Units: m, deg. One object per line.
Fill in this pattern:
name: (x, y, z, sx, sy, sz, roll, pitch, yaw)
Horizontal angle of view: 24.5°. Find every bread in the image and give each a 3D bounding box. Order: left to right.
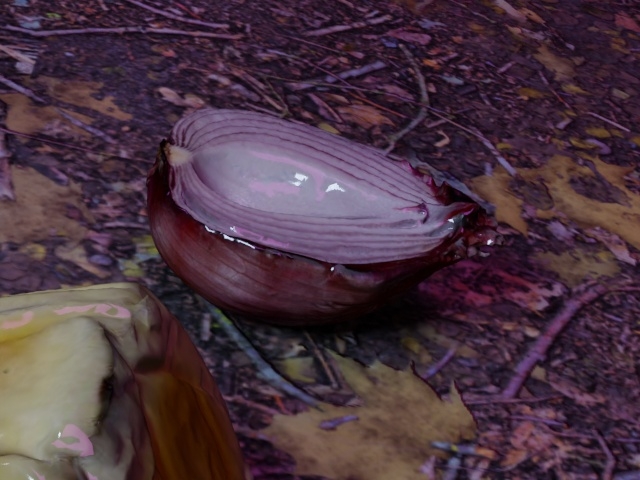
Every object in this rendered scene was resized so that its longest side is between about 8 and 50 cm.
bread: (-0.155, 0.174, 0.725, 0.183, 0.236, 0.388, -16, 26, 15)

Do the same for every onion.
onion: (0.000, 0.000, 1.153, 0.284, 0.120, 0.227, 12, 31, -3)
